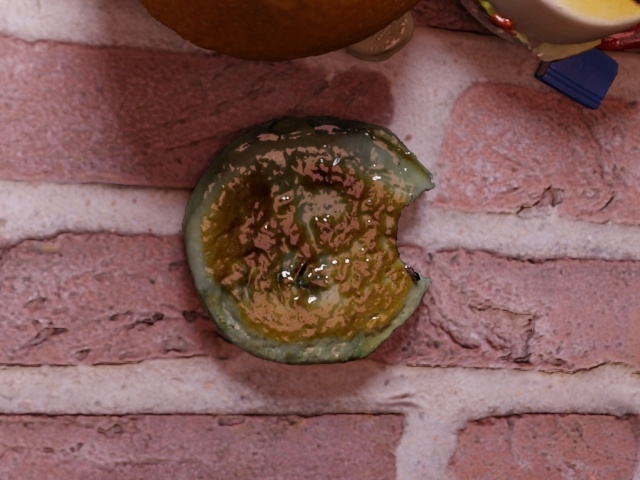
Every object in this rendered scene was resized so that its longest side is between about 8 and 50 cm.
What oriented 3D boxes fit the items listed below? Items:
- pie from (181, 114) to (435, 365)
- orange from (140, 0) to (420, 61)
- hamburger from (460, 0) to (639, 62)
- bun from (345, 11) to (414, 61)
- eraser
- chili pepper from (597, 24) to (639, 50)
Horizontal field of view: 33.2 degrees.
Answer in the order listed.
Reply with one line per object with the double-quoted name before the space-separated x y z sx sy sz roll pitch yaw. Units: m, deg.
"pie" -0.008 0.001 1.192 0.303 0.067 0.302 -3 101 -16
"orange" -0.017 -0.334 0.991 0.357 0.322 0.322 -17 106 -19
"hamburger" 0.264 -0.350 1.150 0.302 0.170 0.301 -3 99 -19
"bun" 0.059 -0.235 1.169 0.086 0.055 0.086 0 88 7
"eraser" 0.303 -0.200 1.264 0.085 0.027 0.063 26 91 -20
"chili pepper" 0.429 -0.262 1.274 0.268 0.050 0.059 -16 125 -21
